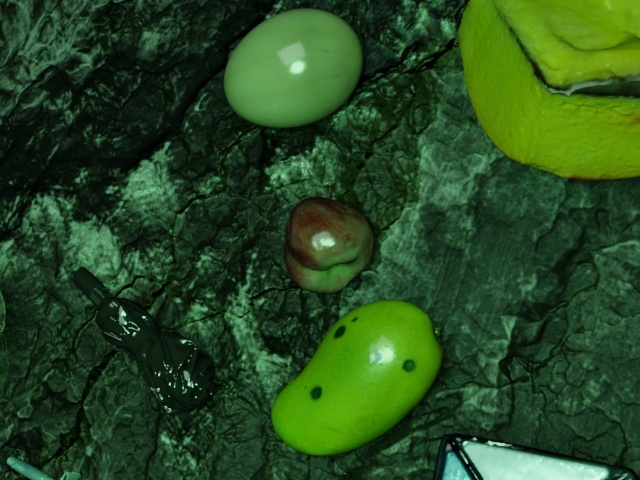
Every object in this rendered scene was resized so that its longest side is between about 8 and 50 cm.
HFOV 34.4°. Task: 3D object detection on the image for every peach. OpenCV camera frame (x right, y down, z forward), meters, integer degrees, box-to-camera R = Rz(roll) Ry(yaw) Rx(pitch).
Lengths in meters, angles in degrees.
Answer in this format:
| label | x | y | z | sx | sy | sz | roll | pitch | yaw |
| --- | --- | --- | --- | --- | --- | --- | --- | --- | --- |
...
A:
| label | x | y | z | sx | sy | sz | roll | pitch | yaw |
| --- | --- | --- | --- | --- | --- | --- | --- | --- | --- |
| peach | 0.000 | 0.000 | 1.613 | 0.152 | 0.152 | 0.152 | -6 | 69 | 15 |
| peach | 0.399 | -0.247 | 1.524 | 0.306 | 0.242 | 0.380 | -20 | 50 | -13 |

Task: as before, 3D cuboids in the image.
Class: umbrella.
| label | x | y | z | sx | sy | sz | roll | pitch | yaw |
| --- | --- | --- | --- | --- | --- | --- | --- | --- | --- |
| umbrella | -0.296 | 0.150 | 1.673 | 0.340 | 0.118 | 0.118 | 39 | 85 | 30 |

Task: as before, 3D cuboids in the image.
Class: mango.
| label | x | y | z | sx | sy | sz | roll | pitch | yaw |
| --- | --- | --- | --- | --- | --- | --- | --- | --- | --- |
| mango | 0.053 | 0.207 | 1.520 | 0.293 | 0.143 | 0.175 | -40 | 62 | 10 |

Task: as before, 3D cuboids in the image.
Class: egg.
| label | x | y | z | sx | sy | sz | roll | pitch | yaw |
| --- | --- | --- | --- | --- | --- | --- | --- | --- | --- |
| egg | -0.046 | -0.280 | 1.699 | 0.241 | 0.186 | 0.186 | -22 | 66 | 10 |

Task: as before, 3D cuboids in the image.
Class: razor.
| label | x | y | z | sx | sy | sz | roll | pitch | yaw |
| --- | --- | --- | --- | --- | --- | --- | --- | --- | --- |
| razor | -0.457 | 0.381 | 1.670 | 0.135 | 0.040 | 0.068 | 18 | 76 | 27 |

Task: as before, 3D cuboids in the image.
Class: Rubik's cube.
| label | x | y | z | sx | sy | sz | roll | pitch | yaw |
| --- | --- | --- | --- | --- | --- | --- | --- | --- | --- |
| Rubik's cube | 0.271 | 0.398 | 1.319 | 0.246 | 0.248 | 0.250 | 7 | 73 | 21 |

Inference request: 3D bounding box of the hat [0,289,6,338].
| label | x | y | z | sx | sy | sz | roll | pitch | yaw |
| --- | --- | --- | --- | --- | --- | --- | --- | --- | --- |
| hat | -0.654 | 0.155 | 1.763 | 0.265 | 0.128 | 0.266 | 0 | 70 | 1 |
